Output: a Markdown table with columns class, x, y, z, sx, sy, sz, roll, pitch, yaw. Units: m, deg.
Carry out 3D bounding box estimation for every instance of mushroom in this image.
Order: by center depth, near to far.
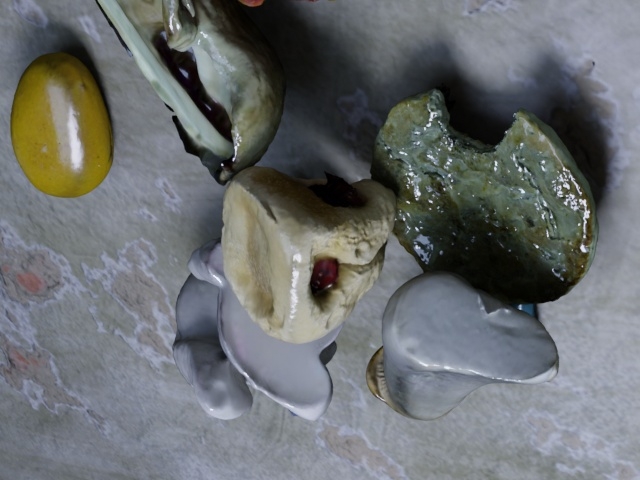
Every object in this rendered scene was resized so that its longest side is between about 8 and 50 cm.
| class | x | y | z | sx | sy | sz | roll | pitch | yaw |
| --- | --- | --- | --- | --- | --- | --- | --- | --- | --- |
| mushroom | -0.137 | -0.229 | 1.154 | 0.344 | 0.130 | 0.247 | 56 | 165 | -7 |
| mushroom | 0.126 | 0.123 | 1.213 | 0.159 | 0.122 | 0.328 | 46 | 165 | 9 |

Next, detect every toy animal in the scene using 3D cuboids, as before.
| class | x | y | z | sx | sy | sz | roll | pitch | yaw |
| --- | --- | --- | --- | --- | --- | --- | --- | --- | --- |
| toy animal | -0.074 | 0.072 | 1.359 | 0.206 | 0.271 | 0.265 | 22 | 168 | -16 |

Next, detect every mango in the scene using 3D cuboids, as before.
| class | x | y | z | sx | sy | sz | roll | pitch | yaw |
| --- | --- | --- | --- | --- | --- | --- | --- | --- | --- |
| mango | -0.308 | -0.140 | 1.445 | 0.137 | 0.098 | 0.195 | 33 | 132 | 17 |

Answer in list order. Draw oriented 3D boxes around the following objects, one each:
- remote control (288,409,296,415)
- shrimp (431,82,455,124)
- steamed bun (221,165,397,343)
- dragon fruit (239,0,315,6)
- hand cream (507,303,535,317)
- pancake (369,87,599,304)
| class | x | y | z | sx | sy | sz | roll | pitch | yaw |
| --- | --- | --- | --- | --- | --- | --- | --- | --- | --- |
| remote control | -0.063 | 0.165 | 1.559 | 0.043 | 0.027 | 0.152 | -22 | 110 | 44 |
| shrimp | 0.116 | -0.087 | 1.178 | 0.091 | 0.034 | 0.161 | 34 | 143 | 14 |
| steamed bun | 0.000 | 0.000 | 1.162 | 0.141 | 0.155 | 0.172 | 46 | 146 | 39 |
| dragon fruit | -0.031 | -0.273 | 1.075 | 0.166 | 0.136 | 0.133 | 11 | 171 | 0 |
| hand cream | 0.182 | 0.038 | 1.234 | 0.083 | 0.048 | 0.224 | 6 | 121 | 36 |
| pancake | 0.151 | -0.034 | 1.138 | 0.254 | 0.037 | 0.253 | 26 | 141 | 24 |
